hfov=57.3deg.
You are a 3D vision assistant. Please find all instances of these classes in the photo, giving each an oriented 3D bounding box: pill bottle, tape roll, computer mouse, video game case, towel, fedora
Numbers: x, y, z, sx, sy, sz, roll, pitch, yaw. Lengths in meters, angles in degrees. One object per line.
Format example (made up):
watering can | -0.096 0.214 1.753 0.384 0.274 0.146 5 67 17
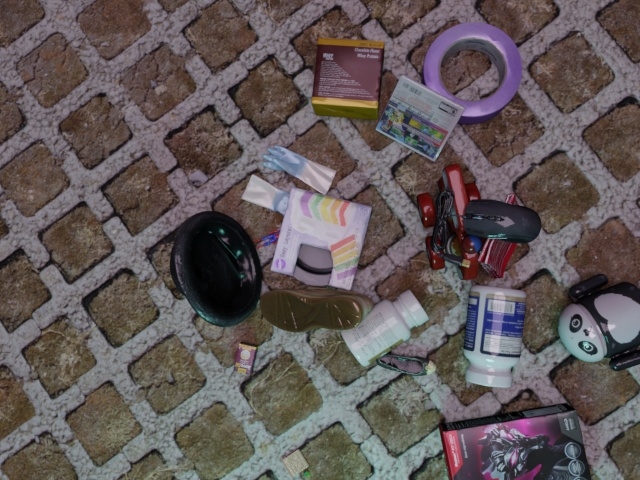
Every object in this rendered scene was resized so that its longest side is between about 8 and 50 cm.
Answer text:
pill bottle | 0.182 0.241 1.651 0.229 0.131 0.131 -34 84 2
tape roll | 0.433 -0.480 1.694 0.275 0.090 0.274 0 87 6
computer mouse | 0.397 -0.018 1.425 0.262 0.060 0.184 15 86 9
video game case | 0.283 -0.350 1.683 0.201 0.023 0.183 30 126 6
pill bottle | 0.475 0.260 1.611 0.153 0.153 0.264 7 87 6
towel | 0.495 -0.004 1.575 0.031 0.275 0.198 24 89 27
fedora | -0.322 0.087 1.681 0.153 0.334 0.333 -12 84 40

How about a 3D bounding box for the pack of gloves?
pack of gloves | -0.098 -0.169 1.747 0.232 0.046 0.195 25 88 7

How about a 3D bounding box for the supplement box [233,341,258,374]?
supplement box | -0.220 0.346 1.727 0.055 0.043 0.083 11 88 5

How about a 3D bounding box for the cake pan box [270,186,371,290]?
cake pan box | 0.000 0.000 1.705 0.246 0.070 0.266 16 89 2

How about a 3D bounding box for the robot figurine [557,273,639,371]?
robot figurine | 0.783 0.216 1.573 0.278 0.209 0.173 -23 120 3

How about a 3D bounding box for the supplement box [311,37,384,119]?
supplement box | 0.083 -0.468 1.706 0.192 0.129 0.194 5 87 6

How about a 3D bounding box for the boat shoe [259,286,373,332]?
boat shoe | -0.016 0.193 1.669 0.341 0.110 0.121 2 102 31

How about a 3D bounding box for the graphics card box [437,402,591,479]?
graphics card box | 0.533 0.599 1.615 0.371 0.094 0.232 -10 85 4

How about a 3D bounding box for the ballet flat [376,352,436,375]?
ballet flat | 0.244 0.358 1.679 0.173 0.049 0.057 7 88 6

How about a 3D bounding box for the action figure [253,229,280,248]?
action figure | -0.140 -0.007 1.751 0.115 0.030 0.038 -21 80 2

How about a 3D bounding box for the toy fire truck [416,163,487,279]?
toy fire truck | 0.371 -0.041 1.589 0.170 0.254 0.302 -12 85 5

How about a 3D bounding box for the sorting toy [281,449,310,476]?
sorting toy | -0.066 0.660 1.708 0.062 0.012 0.083 -34 81 -2
